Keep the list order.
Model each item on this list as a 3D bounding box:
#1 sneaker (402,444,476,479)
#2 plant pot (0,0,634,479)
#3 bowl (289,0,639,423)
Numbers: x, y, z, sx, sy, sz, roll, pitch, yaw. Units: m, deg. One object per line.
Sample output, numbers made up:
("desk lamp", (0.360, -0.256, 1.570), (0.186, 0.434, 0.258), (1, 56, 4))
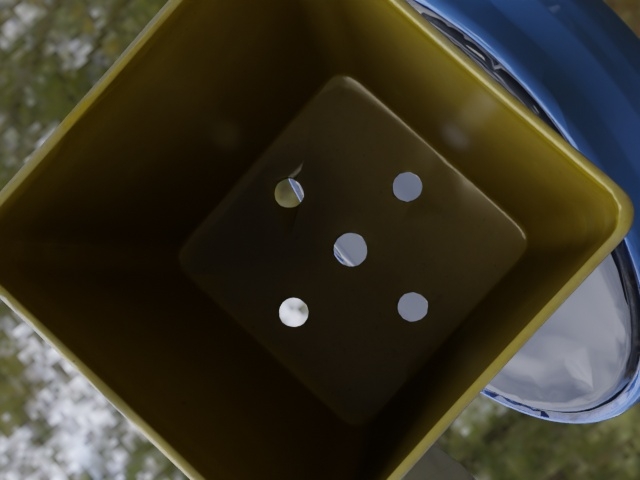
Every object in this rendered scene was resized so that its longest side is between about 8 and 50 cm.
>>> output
("sneaker", (0.076, 0.217, 1.031), (0.169, 0.108, 0.292), (-4, -135, -43))
("plant pot", (0.000, 0.000, 0.846), (0.212, 0.212, 0.187), (42, -176, 8))
("bowl", (0.103, -0.041, 1.207), (0.391, 0.077, 0.391), (40, 153, 25))
